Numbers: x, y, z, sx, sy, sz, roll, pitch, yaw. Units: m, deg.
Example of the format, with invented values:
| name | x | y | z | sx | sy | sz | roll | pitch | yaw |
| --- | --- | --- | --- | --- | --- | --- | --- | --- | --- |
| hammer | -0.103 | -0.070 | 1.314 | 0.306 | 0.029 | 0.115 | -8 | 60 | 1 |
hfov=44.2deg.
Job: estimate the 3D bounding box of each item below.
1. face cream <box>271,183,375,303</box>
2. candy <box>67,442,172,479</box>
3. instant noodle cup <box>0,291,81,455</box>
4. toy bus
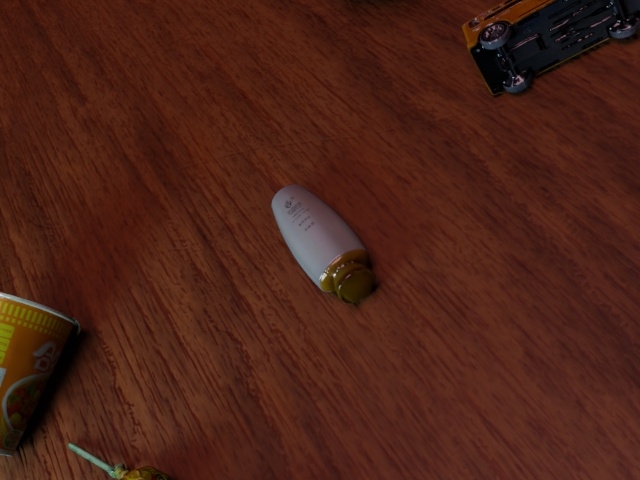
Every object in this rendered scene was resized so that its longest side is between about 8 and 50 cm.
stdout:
| name | x | y | z | sx | sy | sz | roll | pitch | yaw |
| --- | --- | --- | --- | --- | --- | --- | --- | --- | --- |
| face cream | 0.000 | 0.000 | 0.912 | 0.072 | 0.051 | 0.182 | -40 | 46 | 1 |
| candy | -0.235 | 0.260 | 0.888 | 0.201 | 0.060 | 0.060 | 10 | 65 | 46 |
| instant noodle cup | -0.414 | 0.170 | 0.999 | 0.168 | 0.168 | 0.185 | 2 | 69 | 33 |
| toy bus | 0.264 | -0.252 | 0.896 | 0.194 | 0.083 | 0.088 | -26 | 40 | 17 |
